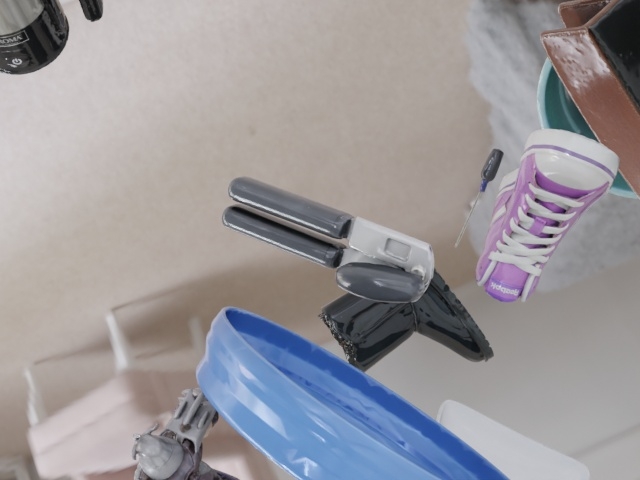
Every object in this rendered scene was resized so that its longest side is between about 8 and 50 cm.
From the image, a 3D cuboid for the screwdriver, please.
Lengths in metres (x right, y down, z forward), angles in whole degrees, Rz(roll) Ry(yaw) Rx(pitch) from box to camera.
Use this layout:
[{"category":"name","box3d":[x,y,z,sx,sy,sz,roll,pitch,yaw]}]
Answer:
[{"category":"screwdriver","box3d":[0.247,-0.063,1.766,0.025,0.170,0.024,16,-164,-6]}]

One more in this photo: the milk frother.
[{"category":"milk frother","box3d":[-0.262,-0.243,0.972,0.129,0.143,0.135,-23,155,-7]}]

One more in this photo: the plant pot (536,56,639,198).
[{"category":"plant pot","box3d":[0.573,-0.295,1.950,0.341,0.341,0.334,-38,-171,35]}]

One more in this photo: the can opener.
[{"category":"can opener","box3d":[0.000,0.000,1.348,0.095,0.283,0.076,-24,132,-63]}]

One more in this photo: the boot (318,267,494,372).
[{"category":"boot","box3d":[0.139,0.153,1.868,0.207,0.246,0.094,-38,-167,-1]}]

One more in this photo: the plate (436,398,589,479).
[{"category":"plate","box3d":[0.252,0.413,1.679,0.277,0.278,0.045,27,155,-15]}]

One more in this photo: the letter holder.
[{"category":"letter holder","box3d":[0.420,-0.200,1.523,0.152,0.302,0.214,-42,-161,-14]}]

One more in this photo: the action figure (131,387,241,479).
[{"category":"action figure","box3d":[-0.155,0.262,1.224,0.185,0.099,0.285,-51,155,-18]}]

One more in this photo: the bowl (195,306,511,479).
[{"category":"bowl","box3d":[0.042,0.204,1.177,0.077,0.391,0.391,-57,156,3]}]

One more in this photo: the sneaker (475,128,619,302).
[{"category":"sneaker","box3d":[0.238,-0.012,1.231,0.102,0.161,0.282,21,166,4]}]
